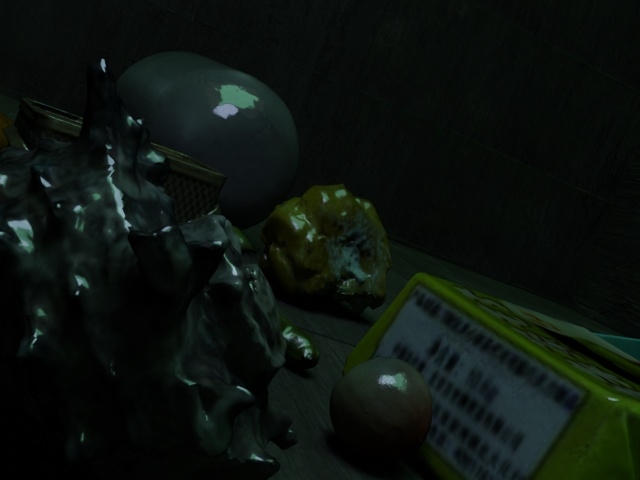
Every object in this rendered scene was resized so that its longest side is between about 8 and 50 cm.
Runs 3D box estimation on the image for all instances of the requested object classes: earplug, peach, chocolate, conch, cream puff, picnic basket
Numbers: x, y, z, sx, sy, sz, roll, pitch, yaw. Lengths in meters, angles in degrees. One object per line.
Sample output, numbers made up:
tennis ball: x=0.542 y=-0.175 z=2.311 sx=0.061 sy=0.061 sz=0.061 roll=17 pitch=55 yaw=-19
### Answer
earplug: x=-0.208 y=-0.179 z=1.349 sx=0.313 sy=0.312 sz=0.394 roll=18 pitch=8 yaw=-33
peach: x=0.048 y=0.133 z=0.564 sx=0.083 sy=0.083 sz=0.083 roll=22 pitch=6 yaw=-2
chocolate: x=0.215 y=0.158 z=0.642 sx=0.289 sy=0.137 sz=0.301 roll=19 pitch=8 yaw=-29
conch: x=-0.105 y=0.041 z=0.436 sx=0.240 sy=0.186 sz=0.313 roll=48 pitch=-21 yaw=-16
cream puff: x=-0.004 y=0.007 z=1.096 sx=0.221 sy=0.194 sz=0.195 roll=23 pitch=4 yaw=-40
picnic basket: x=-0.267 y=-0.065 z=0.905 sx=0.267 sy=0.139 sz=0.165 roll=18 pitch=7 yaw=-34

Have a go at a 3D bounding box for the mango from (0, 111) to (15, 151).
mango: x=-0.521 y=-0.161 z=1.140 sx=0.111 sy=0.089 sz=0.163 roll=33 pitch=-5 yaw=-5

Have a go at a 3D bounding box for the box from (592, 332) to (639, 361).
box: x=0.414 y=0.190 z=0.792 sx=0.205 sy=0.118 sz=0.311 roll=25 pitch=-11 yaw=-24

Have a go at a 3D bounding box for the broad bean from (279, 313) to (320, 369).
broad bean: x=-0.098 y=0.074 z=0.699 sx=0.214 sy=0.048 sz=0.070 roll=23 pitch=4 yaw=-16

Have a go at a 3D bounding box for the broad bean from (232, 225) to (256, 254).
broad bean: x=-0.230 y=-0.028 z=1.144 sx=0.318 sy=0.056 sz=0.098 roll=19 pitch=10 yaw=24
